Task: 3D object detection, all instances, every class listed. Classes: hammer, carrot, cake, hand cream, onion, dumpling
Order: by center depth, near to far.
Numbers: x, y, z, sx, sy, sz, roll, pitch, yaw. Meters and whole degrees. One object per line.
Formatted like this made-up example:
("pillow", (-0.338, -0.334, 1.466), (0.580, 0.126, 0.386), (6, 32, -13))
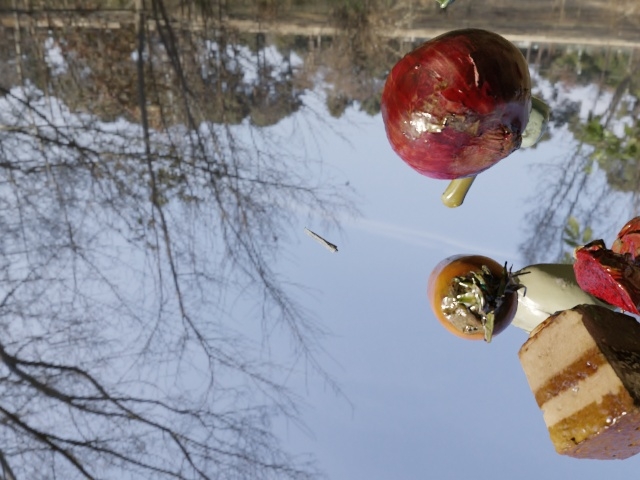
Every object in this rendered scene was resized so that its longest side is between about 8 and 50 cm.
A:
("onion", (0.245, -0.233, 1.174), (0.276, 0.276, 0.276), (1, -158, 0))
("cake", (0.508, 0.235, 1.216), (0.196, 0.199, 0.293), (9, -135, -23))
("hammer", (0.358, -0.198, 1.478), (0.201, 0.306, 0.113), (23, -150, 0))
("hand cream", (0.000, 0.000, 1.491), (0.093, 0.019, 0.030), (31, 168, -5))
("carrot", (0.352, 0.130, 1.506), (0.214, 0.193, 0.331), (17, -179, 8))
("dumpling", (0.680, 0.207, 1.968), (0.394, 0.316, 0.233), (11, -131, 5))

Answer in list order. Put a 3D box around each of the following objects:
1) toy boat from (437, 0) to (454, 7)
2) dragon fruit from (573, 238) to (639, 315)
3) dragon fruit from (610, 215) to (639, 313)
("toy boat", (0.194, -0.408, 0.739), (0.055, 0.293, 0.093), (-1, -145, -29))
("dragon fruit", (0.474, 0.044, 1.069), (0.083, 0.106, 0.162), (-34, -165, 2))
("dragon fruit", (0.702, 0.046, 1.302), (0.244, 0.299, 0.245), (0, -115, 0))
